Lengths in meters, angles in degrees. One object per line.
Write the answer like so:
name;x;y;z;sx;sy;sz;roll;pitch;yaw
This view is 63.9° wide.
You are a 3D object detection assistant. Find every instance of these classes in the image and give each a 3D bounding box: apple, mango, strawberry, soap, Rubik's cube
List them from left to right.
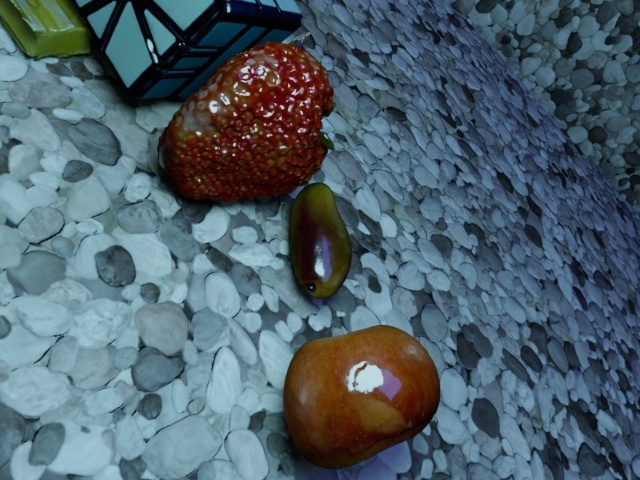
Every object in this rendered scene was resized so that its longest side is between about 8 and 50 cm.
soap;-0.530;-0.449;0.946;0.135;0.076;0.233;-29;83;-48
Rubik's cube;-0.253;-0.461;0.970;0.294;0.288;0.283;61;29;-5
strawberry;-0.146;-0.219;0.976;0.351;0.312;0.267;-27;60;-29
mango;0.000;0.000;1.058;0.133;0.111;0.268;7;58;-18
apple;0.067;0.247;0.848;0.271;0.251;0.206;-9;67;-30

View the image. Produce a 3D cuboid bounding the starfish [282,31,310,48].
starfish;-0.068;-0.478;1.364;0.238;0.071;0.216;52;37;-14
